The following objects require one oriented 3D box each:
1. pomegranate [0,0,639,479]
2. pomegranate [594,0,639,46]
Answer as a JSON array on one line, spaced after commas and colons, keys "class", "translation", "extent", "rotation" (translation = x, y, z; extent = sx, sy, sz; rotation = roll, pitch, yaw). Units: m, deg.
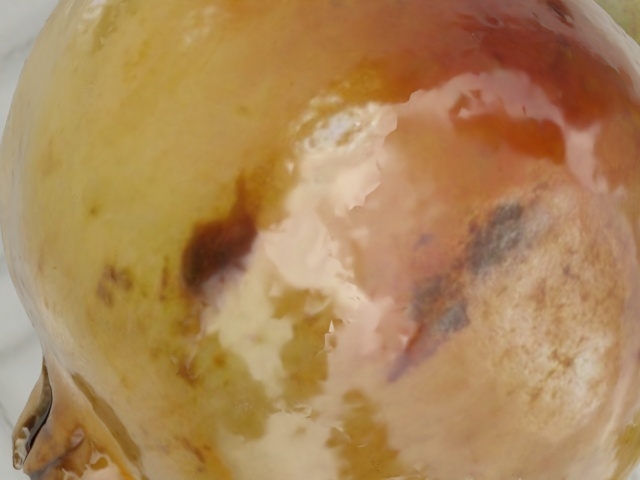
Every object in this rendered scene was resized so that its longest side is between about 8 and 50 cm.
[{"class": "pomegranate", "translation": [0.006, -0.002, 0.556], "extent": [0.209, 0.209, 0.209], "rotation": [-17, 125, -26]}, {"class": "pomegranate", "translation": [0.065, -0.066, 0.818], "extent": [0.221, 0.221, 0.256], "rotation": [-48, 156, -1]}]
